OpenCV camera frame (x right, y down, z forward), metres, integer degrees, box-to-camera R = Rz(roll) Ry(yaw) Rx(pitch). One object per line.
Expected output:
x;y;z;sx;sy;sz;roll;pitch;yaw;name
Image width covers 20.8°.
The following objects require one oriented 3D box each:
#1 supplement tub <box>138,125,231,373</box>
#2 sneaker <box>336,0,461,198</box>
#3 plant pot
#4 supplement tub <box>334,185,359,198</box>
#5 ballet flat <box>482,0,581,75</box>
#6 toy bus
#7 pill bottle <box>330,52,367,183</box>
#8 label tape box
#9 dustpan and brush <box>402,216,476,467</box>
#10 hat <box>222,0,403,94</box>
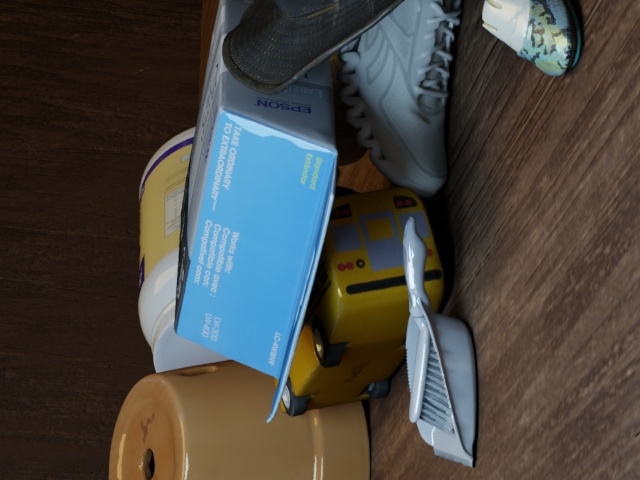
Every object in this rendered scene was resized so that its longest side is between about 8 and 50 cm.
-0.113;0.032;2.225;0.331;0.241;0.241;-96;14;-48;supplement tub
0.080;-0.185;1.636;0.110;0.118;0.292;7;-112;-58;sneaker
-0.105;0.256;1.939;0.291;0.203;0.291;-19;68;58;plant pot
0.000;0.000;1.988;0.198;0.106;0.106;151;123;-77;supplement tub
0.149;-0.183;1.338;0.188;0.070;0.070;-102;19;-58;ballet flat
0.025;0.072;1.712;0.332;0.108;0.130;119;138;-67;toy bus
0.004;-0.150;1.816;0.131;0.131;0.229;-102;35;-60;pill bottle
-0.064;-0.039;1.605;0.347;0.115;0.249;-90;12;-57;label tape box
0.096;0.086;1.522;0.147;0.060;0.211;167;107;-80;dustpan and brush
0.012;-0.284;1.482;0.331;0.134;0.331;-34;28;21;hat
